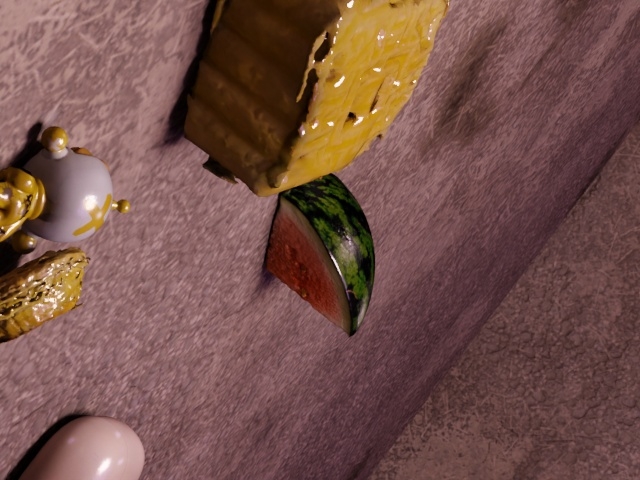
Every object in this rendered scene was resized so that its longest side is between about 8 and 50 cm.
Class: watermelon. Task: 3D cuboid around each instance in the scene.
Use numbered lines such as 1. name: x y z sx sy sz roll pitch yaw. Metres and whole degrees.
1. watermelon: 0.019 -0.004 1.741 0.145 0.137 0.193 -39 116 -35

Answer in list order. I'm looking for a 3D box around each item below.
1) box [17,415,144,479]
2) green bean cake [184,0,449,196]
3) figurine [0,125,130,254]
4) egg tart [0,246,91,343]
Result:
1. box: -0.267 0.272 1.566 0.200 0.088 0.146 -55 162 4
2. green bean cake: 0.002 -0.163 1.323 0.224 0.131 0.230 -30 151 -50
3. figurine: -0.214 -0.036 1.133 0.101 0.068 0.143 -56 148 2
4. egg tart: -0.232 0.045 1.183 0.130 0.052 0.130 -27 -179 1
